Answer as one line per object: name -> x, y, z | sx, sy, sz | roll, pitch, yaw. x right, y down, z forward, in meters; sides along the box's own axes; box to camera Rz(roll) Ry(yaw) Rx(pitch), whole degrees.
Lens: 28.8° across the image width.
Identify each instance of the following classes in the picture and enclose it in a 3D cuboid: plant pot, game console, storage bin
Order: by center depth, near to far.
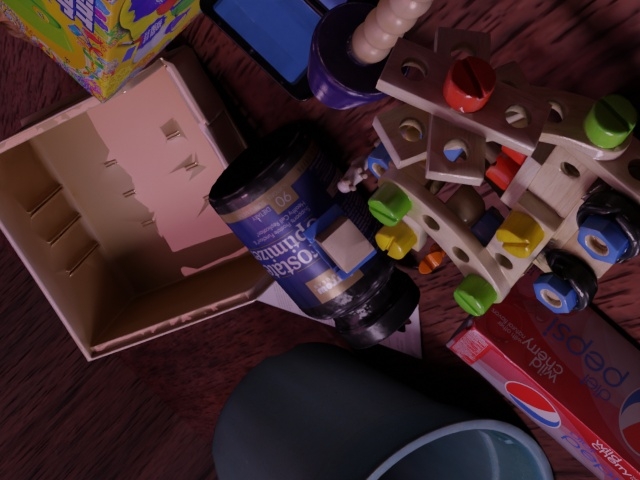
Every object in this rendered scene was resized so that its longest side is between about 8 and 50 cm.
game console -> -0.025, -0.186, 0.977 | 0.122, 0.071, 0.107 | 43, 162, -1
storage bin -> -0.197, -0.039, 1.339 | 0.260, 0.123, 0.262 | -20, 109, 30
plant pot -> 0.050, 0.304, 1.534 | 0.334, 0.341, 0.341 | 32, 159, 53

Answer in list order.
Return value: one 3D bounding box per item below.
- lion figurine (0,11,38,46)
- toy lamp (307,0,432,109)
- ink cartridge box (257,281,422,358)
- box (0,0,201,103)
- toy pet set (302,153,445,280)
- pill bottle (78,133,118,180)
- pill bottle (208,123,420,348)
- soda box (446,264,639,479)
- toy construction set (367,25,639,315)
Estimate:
lion figurine -> -0.337, -0.331, 1.172 | 0.392, 0.142, 0.240 | 45, 177, -28
toy lamp -> 0.054, -0.159, 0.841 | 0.080, 0.080, 0.274 | 44, 155, -2
ink cartridge box -> 0.015, 0.042, 1.455 | 0.232, 0.066, 0.189 | 15, 153, 15
box -> -0.197, -0.299, 0.926 | 0.279, 0.177, 0.290 | 42, 162, 2
toy pet set -> 0.051, -0.014, 1.159 | 0.122, 0.114, 0.065 | 50, 177, -12
pill bottle -> -0.186, -0.063, 1.478 | 0.216, 0.121, 0.121 | 53, 159, -18
pill bottle -> 0.000, 0.000, 1.249 | 0.219, 0.123, 0.123 | 50, 160, -18
soda box -> 0.243, 0.137, 1.092 | 0.263, 0.092, 0.083 | 41, 162, 5
toy construction set -> 0.127, -0.050, 0.871 | 0.215, 0.151, 0.328 | 41, 172, 9
